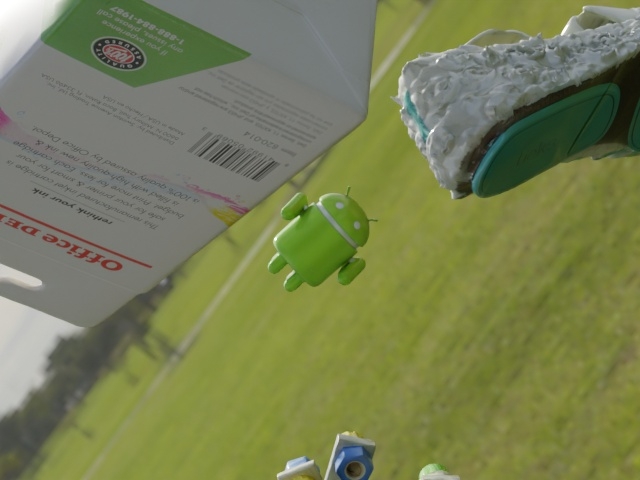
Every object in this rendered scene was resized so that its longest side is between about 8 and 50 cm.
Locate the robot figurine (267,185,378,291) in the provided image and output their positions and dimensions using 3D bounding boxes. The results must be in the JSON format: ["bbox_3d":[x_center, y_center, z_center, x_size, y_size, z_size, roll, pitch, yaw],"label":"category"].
[{"bbox_3d":[0.000,0.000,1.800,0.115,0.101,0.067,-41,3,4],"label":"robot figurine"}]

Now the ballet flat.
[{"bbox_3d":[0.221,-0.141,1.514,0.409,0.147,0.147,-15,-25,-42],"label":"ballet flat"}]

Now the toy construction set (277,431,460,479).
[{"bbox_3d":[0.061,0.327,1.605,0.151,0.215,0.328,-96,9,-56],"label":"toy construction set"}]

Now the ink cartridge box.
[{"bbox_3d":[-0.147,-0.084,1.239,0.353,0.207,0.119,-36,40,43],"label":"ink cartridge box"}]
